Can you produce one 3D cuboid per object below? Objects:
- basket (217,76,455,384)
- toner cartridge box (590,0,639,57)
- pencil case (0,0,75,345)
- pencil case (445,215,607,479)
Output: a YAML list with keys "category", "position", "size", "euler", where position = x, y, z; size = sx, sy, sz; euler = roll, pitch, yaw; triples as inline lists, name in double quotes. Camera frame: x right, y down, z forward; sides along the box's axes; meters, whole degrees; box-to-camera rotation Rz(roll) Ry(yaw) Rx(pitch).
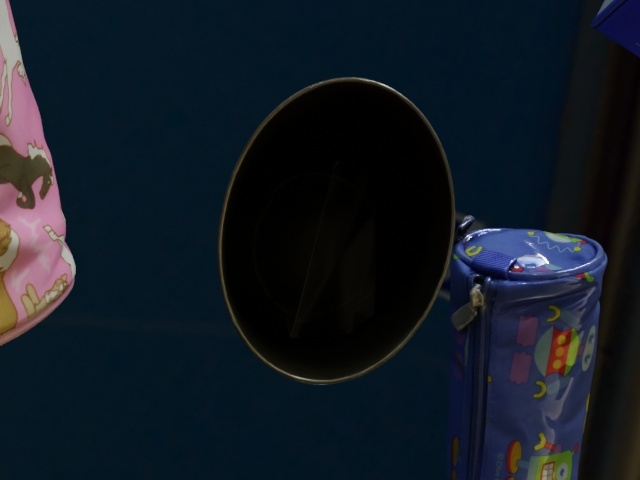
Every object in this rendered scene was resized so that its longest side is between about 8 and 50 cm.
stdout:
- category: "basket"
  position: [0.000, 0.000, 0.958]
  size: [0.227, 0.154, 0.204]
  euler: [148, 135, -83]
- category: "toner cartridge box"
  position: [0.376, -0.113, 0.886]
  size: [0.075, 0.348, 0.165]
  euler: [-61, 5, -16]
- category: "pencil case"
  position: [-0.247, -0.114, 0.718]
  size: [0.167, 0.160, 0.386]
  euler: [-27, -57, -31]
- category: "pencil case"
  position: [0.157, 0.137, 1.065]
  size: [0.133, 0.119, 0.306]
  euler: [-11, -69, -40]
